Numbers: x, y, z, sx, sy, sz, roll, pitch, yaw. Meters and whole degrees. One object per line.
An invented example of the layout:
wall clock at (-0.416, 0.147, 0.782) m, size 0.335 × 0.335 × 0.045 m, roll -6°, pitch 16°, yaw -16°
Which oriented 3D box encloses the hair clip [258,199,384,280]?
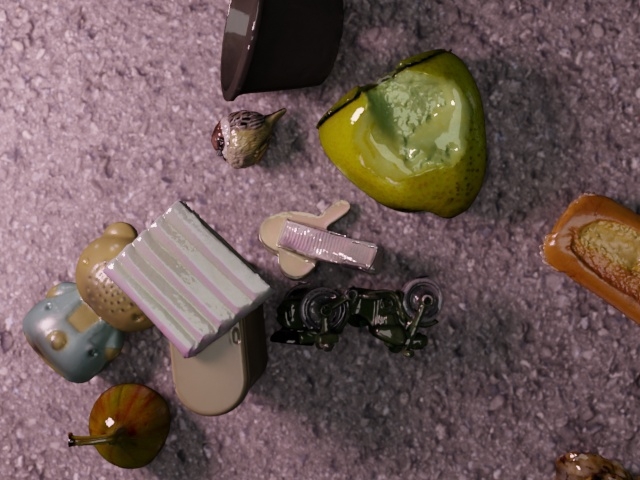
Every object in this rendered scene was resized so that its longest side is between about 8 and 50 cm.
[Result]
hair clip at (0.001, -0.002, 1.650) m, size 0.218 × 0.071 × 0.159 m, roll 14°, pitch 74°, yaw 16°

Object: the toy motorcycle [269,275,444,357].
toy motorcycle at (0.054, 0.127, 1.605) m, size 0.275 × 0.205 × 0.127 m, roll -3°, pitch 89°, yaw -13°

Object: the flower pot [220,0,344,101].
flower pot at (-0.061, -0.345, 1.587) m, size 0.166 × 0.269 × 0.269 m, roll 9°, pitch 93°, yaw -18°

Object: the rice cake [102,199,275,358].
rice cake at (-0.199, 0.058, 1.449) m, size 0.189 × 0.037 × 0.198 m, roll -39°, pitch 86°, yaw 6°

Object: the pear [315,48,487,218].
pear at (0.156, -0.153, 1.597) m, size 0.292 × 0.159 × 0.293 m, roll 0°, pitch 94°, yaw 3°

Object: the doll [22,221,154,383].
doll at (-0.369, 0.106, 1.650) m, size 0.260 × 0.161 × 0.177 m, roll -42°, pitch 86°, yaw 7°

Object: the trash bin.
trash bin at (-0.161, 0.144, 1.588) m, size 0.121 × 0.247 × 0.243 m, roll -5°, pitch 92°, yaw 6°

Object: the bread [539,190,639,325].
bread at (0.507, 0.040, 1.590) m, size 0.288 × 0.119 × 0.153 m, roll 34°, pitch 98°, yaw 3°

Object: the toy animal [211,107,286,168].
toy animal at (-0.126, -0.189, 1.656) m, size 0.098 × 0.098 × 0.137 m, roll 34°, pitch 78°, yaw 3°

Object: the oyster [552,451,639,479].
oyster at (0.490, 0.550, 1.615) m, size 0.204 × 0.111 × 0.396 m, roll -1°, pitch 88°, yaw 2°

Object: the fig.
fig at (-0.328, 0.310, 1.642) m, size 0.148 × 0.186 × 0.142 m, roll 28°, pitch 77°, yaw -4°
